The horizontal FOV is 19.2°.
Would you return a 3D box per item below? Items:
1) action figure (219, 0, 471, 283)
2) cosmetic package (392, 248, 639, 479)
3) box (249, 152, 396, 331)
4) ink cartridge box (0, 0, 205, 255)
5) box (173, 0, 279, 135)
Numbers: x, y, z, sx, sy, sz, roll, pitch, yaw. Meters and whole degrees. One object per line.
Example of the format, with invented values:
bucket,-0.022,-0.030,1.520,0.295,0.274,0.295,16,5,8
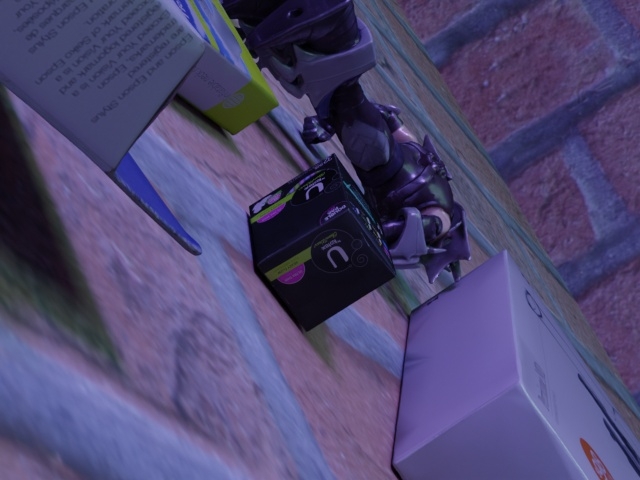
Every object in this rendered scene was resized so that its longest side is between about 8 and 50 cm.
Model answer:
action figure,0.028,-0.074,1.365,0.285,0.099,0.185,54,2,-37
cosmetic package,0.166,0.177,1.220,0.284,0.097,0.377,53,10,-7
box,0.000,0.000,1.055,0.052,0.062,0.083,54,10,-23
ink cartridge box,-0.167,-0.182,0.667,0.324,0.071,0.330,53,6,34
box,-0.093,-0.135,1.100,0.109,0.042,0.178,60,9,20
